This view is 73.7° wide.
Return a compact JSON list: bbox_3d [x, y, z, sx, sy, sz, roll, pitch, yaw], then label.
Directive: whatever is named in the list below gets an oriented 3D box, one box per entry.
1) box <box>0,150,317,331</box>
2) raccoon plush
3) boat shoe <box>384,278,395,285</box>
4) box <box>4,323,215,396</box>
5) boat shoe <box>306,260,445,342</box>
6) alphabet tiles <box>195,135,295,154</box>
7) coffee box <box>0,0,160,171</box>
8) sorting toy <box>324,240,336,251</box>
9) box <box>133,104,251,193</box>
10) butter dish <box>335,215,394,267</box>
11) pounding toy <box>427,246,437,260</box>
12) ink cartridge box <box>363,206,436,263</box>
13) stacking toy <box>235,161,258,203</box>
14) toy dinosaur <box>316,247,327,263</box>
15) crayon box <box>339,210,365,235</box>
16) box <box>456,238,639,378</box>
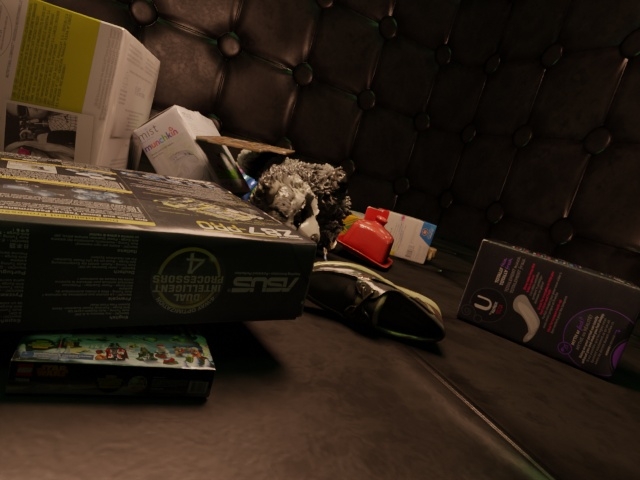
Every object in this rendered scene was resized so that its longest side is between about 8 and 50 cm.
[{"bbox_3d":[-0.249,-0.019,0.444,0.394,0.097,0.318,5,13,-36],"label":"box"},{"bbox_3d":[-0.145,-0.099,0.982,0.446,0.217,0.299,22,15,37],"label":"raccoon plush"},{"bbox_3d":[0.074,0.085,0.754,0.136,0.049,0.043,19,51,-1],"label":"boat shoe"},{"bbox_3d":[-0.162,0.088,0.347,0.136,0.027,0.094,12,9,-27],"label":"box"},{"bbox_3d":[0.077,0.089,0.612,0.223,0.080,0.073,20,4,-5],"label":"boat shoe"},{"bbox_3d":[-0.172,-0.226,1.013,0.198,0.009,0.237,12,14,2],"label":"alphabet tiles"},{"bbox_3d":[-0.572,-0.293,0.901,0.333,0.339,0.337,14,9,-13],"label":"coffee box"},{"bbox_3d":[0.000,0.000,1.134,0.075,0.045,0.083,11,9,16],"label":"sorting toy"},{"bbox_3d":[-0.305,-0.194,1.080,0.231,0.126,0.262,60,8,-6],"label":"box"},{"bbox_3d":[0.137,-0.011,1.134,0.160,0.118,0.160,31,13,12],"label":"butter dish"},{"bbox_3d":[0.353,0.002,1.570,0.205,0.094,0.181,11,11,-30],"label":"pounding toy"},{"bbox_3d":[0.238,-0.022,1.380,0.230,0.134,0.078,17,10,-5],"label":"ink cartridge box"},{"bbox_3d":[-0.179,-0.128,1.358,0.330,0.141,0.141,29,14,26],"label":"stacking toy"},{"bbox_3d":[0.001,0.060,0.841,0.082,0.047,0.090,21,38,-36],"label":"toy dinosaur"},{"bbox_3d":[0.053,-0.072,1.515,0.322,0.083,0.203,13,10,-28],"label":"crayon box"},{"bbox_3d":[0.425,0.114,0.813,0.270,0.166,0.143,22,11,26],"label":"box"}]
